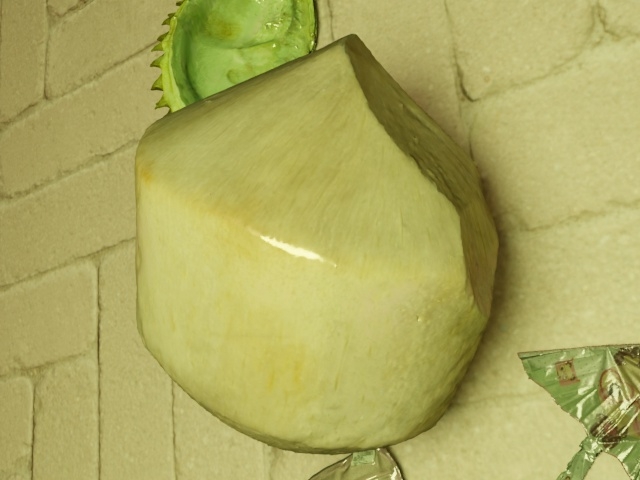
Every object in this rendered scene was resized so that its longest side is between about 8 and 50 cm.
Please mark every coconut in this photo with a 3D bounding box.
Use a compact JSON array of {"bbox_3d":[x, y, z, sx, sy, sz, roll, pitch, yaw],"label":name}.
[{"bbox_3d":[0.000,0.000,0.754,0.415,0.345,0.415,14,114,33],"label":"coconut"}]

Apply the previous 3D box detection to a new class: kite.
[{"bbox_3d":[0.264,0.190,0.715,0.250,0.012,0.229,-55,50,13],"label":"kite"}]

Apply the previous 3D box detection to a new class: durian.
[{"bbox_3d":[-0.113,-0.247,1.025,0.198,0.163,0.394,-2,71,34],"label":"durian"}]

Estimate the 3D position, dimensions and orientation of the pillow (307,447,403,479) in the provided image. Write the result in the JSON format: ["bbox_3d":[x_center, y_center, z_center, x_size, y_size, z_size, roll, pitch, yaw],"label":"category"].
[{"bbox_3d":[0.065,0.342,0.809,0.131,0.038,0.232,-36,62,16],"label":"pillow"}]
